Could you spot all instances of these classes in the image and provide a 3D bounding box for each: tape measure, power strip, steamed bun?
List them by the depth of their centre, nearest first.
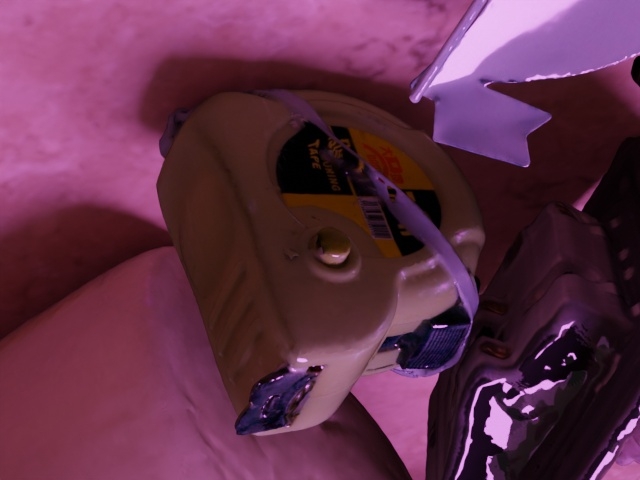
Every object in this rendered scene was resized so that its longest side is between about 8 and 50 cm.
[{"bbox_3d":[0.000,0.000,0.783,0.175,0.200,0.106,-5,140,-31],"label":"tape measure"},{"bbox_3d":[0.117,0.074,0.837,0.092,0.257,0.251,19,113,-4],"label":"power strip"},{"bbox_3d":[-0.098,0.270,0.878,0.371,0.290,0.456,-31,96,18],"label":"steamed bun"}]

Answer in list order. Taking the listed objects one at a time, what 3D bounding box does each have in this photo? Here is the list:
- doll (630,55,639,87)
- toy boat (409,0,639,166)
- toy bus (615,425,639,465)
[{"bbox_3d":[0.254,-0.084,0.833,0.117,0.086,0.291,-41,136,7],"label":"doll"},{"bbox_3d":[0.131,-0.174,0.670,0.292,0.070,0.210,-33,116,20],"label":"toy boat"},{"bbox_3d":[0.304,0.077,0.913,0.179,0.143,0.305,5,169,-11],"label":"toy bus"}]
